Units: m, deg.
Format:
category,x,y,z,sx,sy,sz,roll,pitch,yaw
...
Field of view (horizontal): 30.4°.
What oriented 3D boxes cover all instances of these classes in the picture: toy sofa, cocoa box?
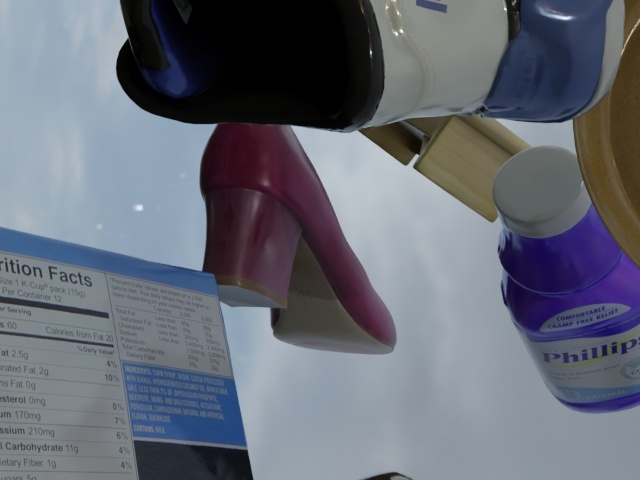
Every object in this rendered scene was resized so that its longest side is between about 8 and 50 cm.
category,x,y,z,sx,sy,sz,roll,pitch,yaw
toy sofa,0.180,-0.176,1.714,0.177,0.150,0.362,-54,-156,4
cocoa box,-0.244,0.165,0.783,0.347,0.231,0.228,-27,-116,32

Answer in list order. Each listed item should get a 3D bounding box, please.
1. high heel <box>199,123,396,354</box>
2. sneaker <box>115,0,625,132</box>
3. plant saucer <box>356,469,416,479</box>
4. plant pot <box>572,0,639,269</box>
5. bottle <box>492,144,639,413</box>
category,x,y,z,sx,sy,sz,roll,pitch,yaw
high heel,0.000,0.000,1.112,0.377,0.127,0.181,43,52,-66
sneaker,-0.028,-0.153,0.534,0.315,0.182,0.127,51,-36,34
plant saucer,0.099,0.225,0.882,0.029,0.168,0.168,-49,-154,-12
plant pot,0.254,-0.067,0.631,0.032,0.236,0.236,18,68,-82
bottle,0.201,0.036,0.908,0.283,0.118,0.092,56,24,-49
